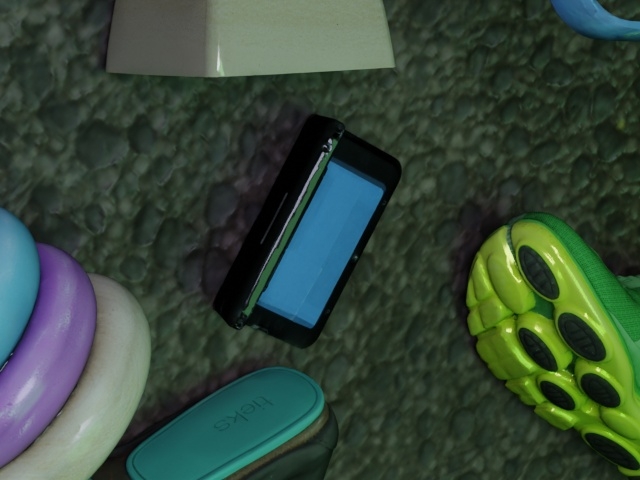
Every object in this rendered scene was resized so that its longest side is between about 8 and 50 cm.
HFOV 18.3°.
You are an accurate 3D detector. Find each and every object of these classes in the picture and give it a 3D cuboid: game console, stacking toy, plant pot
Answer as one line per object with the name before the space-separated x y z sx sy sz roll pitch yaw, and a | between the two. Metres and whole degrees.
game console | 0.000 0.000 1.079 0.071 0.107 0.122 27 91 -11
stacking toy | -0.227 -0.008 0.877 0.141 0.141 0.330 -52 125 -8
plant pot | -0.038 -0.132 0.983 0.109 0.109 0.096 -7 99 -34

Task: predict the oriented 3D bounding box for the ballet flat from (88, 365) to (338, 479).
ballet flat | -0.107 0.156 1.051 0.280 0.095 0.096 -17 129 -30

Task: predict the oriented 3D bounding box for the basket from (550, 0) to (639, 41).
basket | 0.210 -0.235 1.032 0.255 0.201 0.288 6 74 -38

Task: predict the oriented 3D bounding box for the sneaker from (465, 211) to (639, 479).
sneaker | 0.193 0.063 1.237 0.295 0.109 0.123 42 58 -37
